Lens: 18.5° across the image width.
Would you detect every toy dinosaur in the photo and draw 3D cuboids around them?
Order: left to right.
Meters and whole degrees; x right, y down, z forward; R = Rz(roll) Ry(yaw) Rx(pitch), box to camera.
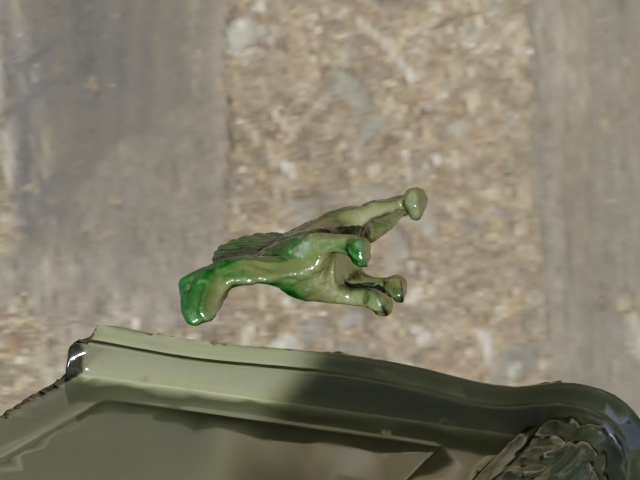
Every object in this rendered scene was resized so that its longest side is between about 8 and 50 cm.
[{"bbox_3d":[0.000,0.000,0.600,0.119,0.060,0.029,-45,134,-64],"label":"toy dinosaur"}]

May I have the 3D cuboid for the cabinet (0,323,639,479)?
[{"bbox_3d":[-0.044,0.212,0.630,0.318,0.227,0.290,-29,124,-66],"label":"cabinet"}]
